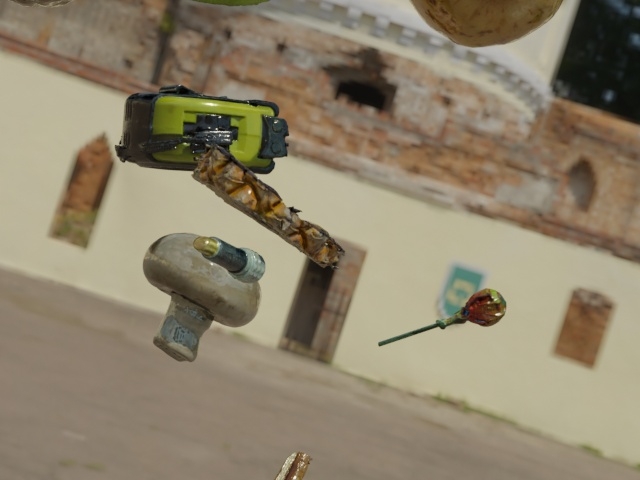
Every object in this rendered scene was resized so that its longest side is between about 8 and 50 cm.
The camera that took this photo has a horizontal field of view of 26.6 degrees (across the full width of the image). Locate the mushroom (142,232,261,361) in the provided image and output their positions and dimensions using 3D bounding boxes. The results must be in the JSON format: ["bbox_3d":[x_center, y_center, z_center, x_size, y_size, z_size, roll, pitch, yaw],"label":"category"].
[{"bbox_3d":[-0.236,0.108,2.510,0.244,0.243,0.243,18,-1,0],"label":"mushroom"}]

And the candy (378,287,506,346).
[{"bbox_3d":[0.179,0.122,2.002,0.201,0.060,0.060,-20,-9,10],"label":"candy"}]

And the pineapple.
[{"bbox_3d":[-0.060,-0.034,1.522,0.221,0.047,0.221,38,-1,1],"label":"pineapple"}]

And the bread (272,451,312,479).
[{"bbox_3d":[-0.047,0.333,1.876,0.036,0.083,0.047,36,-35,-4],"label":"bread"}]

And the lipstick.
[{"bbox_3d":[-0.097,0.015,1.408,0.037,0.037,0.116,17,-8,28],"label":"lipstick"}]

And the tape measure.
[{"bbox_3d":[-0.164,-0.142,1.740,0.186,0.112,0.199,1,1,-35],"label":"tape measure"}]

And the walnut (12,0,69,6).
[{"bbox_3d":[-0.348,-0.408,1.672,0.283,0.227,0.283,46,-5,5],"label":"walnut"}]

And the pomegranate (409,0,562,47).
[{"bbox_3d":[0.186,-0.325,1.529,0.215,0.215,0.215,18,-1,0],"label":"pomegranate"}]

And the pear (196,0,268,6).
[{"bbox_3d":[-0.165,-0.539,1.985,0.399,0.398,0.165,18,-37,-15],"label":"pear"}]
